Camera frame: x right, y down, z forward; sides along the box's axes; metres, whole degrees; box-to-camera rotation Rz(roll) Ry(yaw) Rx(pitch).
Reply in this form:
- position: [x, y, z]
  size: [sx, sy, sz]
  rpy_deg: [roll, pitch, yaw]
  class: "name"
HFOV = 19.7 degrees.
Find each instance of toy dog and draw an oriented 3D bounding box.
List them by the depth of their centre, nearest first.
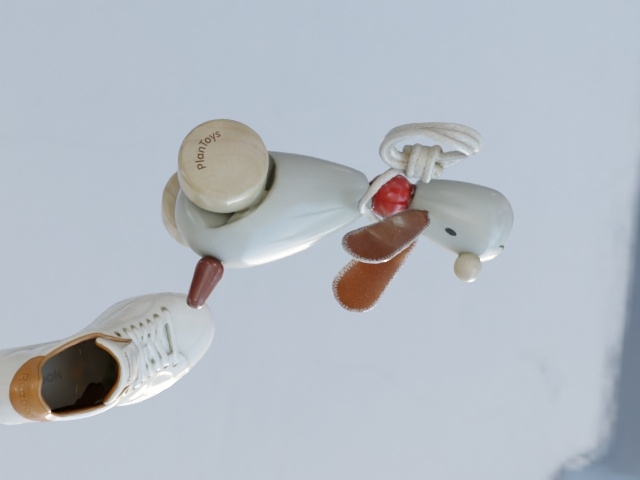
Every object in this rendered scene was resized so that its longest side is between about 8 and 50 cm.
- position: [0.000, 0.000, 1.693]
  size: [0.334, 0.161, 0.220]
  rpy_deg: [2, 161, 15]
  class: "toy dog"

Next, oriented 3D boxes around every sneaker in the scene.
- position: [-0.197, 0.125, 1.857]
  size: [0.290, 0.106, 0.123]
  rpy_deg: [-22, -167, -42]
  class: "sneaker"
